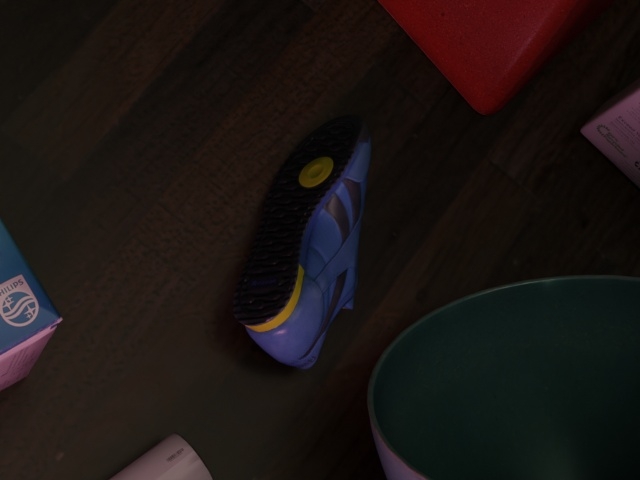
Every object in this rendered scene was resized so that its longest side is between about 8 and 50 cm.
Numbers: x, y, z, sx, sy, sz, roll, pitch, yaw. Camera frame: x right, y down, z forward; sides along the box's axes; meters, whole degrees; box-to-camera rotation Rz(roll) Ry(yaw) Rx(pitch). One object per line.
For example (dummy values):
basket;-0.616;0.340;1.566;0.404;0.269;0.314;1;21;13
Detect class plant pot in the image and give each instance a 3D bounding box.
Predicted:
plant pot;0.188;0.178;0.866;0.290;0.290;0.195;-20;118;-22
plant pot;0.178;-0.310;0.985;0.267;0.236;0.267;48;67;-2

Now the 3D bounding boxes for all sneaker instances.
sneaker;0.000;0.000;0.946;0.082;0.069;0.209;46;53;-39

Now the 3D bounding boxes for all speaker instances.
speaker;-0.140;0.194;0.845;0.136;0.055;0.055;-35;89;-22

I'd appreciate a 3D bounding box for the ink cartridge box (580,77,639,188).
ink cartridge box;0.351;-0.063;0.985;0.223;0.224;0.045;43;68;-5

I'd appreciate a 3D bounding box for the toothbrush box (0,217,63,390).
toothbrush box;-0.298;-0.026;0.763;0.126;0.216;0.296;-29;87;-23
